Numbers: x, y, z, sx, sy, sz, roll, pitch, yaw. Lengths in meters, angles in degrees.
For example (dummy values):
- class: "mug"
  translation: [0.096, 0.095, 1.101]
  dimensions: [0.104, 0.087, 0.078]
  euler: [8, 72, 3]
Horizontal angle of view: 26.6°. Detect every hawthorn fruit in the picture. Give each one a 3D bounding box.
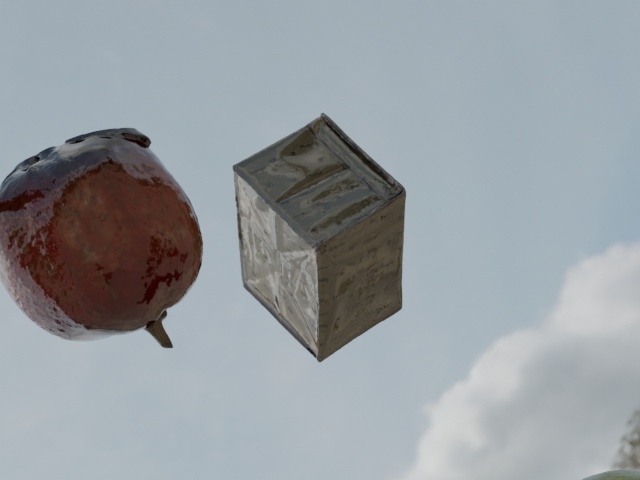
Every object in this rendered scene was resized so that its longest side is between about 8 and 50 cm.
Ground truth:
- class: "hawthorn fruit"
  translation: [-0.231, 0.012, 1.429]
  dimensions: [0.215, 0.250, 0.215]
  euler: [-34, 7, 5]

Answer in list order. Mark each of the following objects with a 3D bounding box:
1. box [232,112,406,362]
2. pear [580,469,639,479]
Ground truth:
- class: "box"
  translation: [0.000, 0.000, 2.144]
  dimensions: [0.190, 0.225, 0.297]
  euler: [-32, -34, -22]
- class: "pear"
  translation: [0.348, 0.394, 1.496]
  dimensions: [0.269, 0.321, 0.269]
  euler: [-4, -79, -19]
